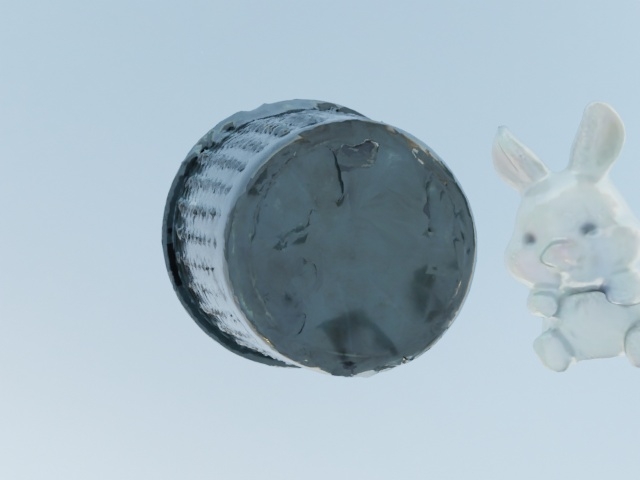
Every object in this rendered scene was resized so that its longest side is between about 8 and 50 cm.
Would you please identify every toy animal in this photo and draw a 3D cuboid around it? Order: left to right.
[{"bbox_3d":[0.374,-0.004,1.147,0.196,0.241,0.368,-14,-67,31],"label":"toy animal"}]

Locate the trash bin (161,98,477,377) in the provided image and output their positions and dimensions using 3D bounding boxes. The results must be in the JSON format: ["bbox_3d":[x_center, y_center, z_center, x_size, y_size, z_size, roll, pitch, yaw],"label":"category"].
[{"bbox_3d":[0.000,0.000,0.435,0.175,0.161,0.176,0,-87,-9],"label":"trash bin"}]
